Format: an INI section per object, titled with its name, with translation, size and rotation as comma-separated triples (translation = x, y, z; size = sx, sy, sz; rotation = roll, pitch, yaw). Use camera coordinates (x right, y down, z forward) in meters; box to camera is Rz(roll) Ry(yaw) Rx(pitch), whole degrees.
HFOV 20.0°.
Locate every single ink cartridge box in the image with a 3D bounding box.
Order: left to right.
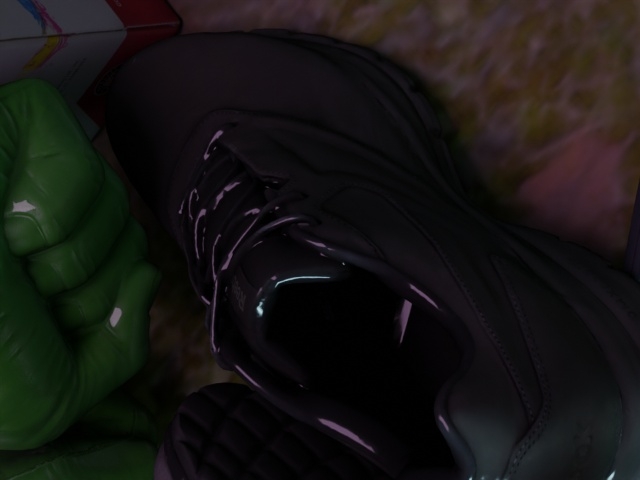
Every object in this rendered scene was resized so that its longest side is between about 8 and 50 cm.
[ink cartridge box]
translation = -0.160, -0.064, 0.734
size = 0.072, 0.175, 0.127
rotation = 51, 120, 14

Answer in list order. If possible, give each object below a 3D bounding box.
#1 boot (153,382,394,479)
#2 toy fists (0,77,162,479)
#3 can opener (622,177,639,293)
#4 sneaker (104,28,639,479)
[boot]
translation = 0.007, 0.241, 0.723
size = 0.338, 0.118, 0.223
rotation = 49, 121, 18
[toy fists]
translation = -0.126, 0.069, 0.725
size = 0.096, 0.142, 0.279
rotation = 20, 128, 28
[can opener]
translation = 0.136, -0.025, 0.631
size = 0.059, 0.073, 0.186
rotation = 24, 120, 18
[sneaker]
translation = 0.000, 0.000, 0.660
size = 0.286, 0.130, 0.109
rotation = 36, 115, 37
